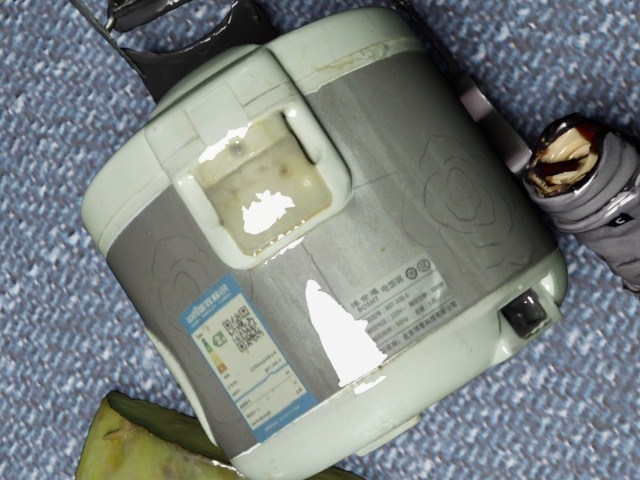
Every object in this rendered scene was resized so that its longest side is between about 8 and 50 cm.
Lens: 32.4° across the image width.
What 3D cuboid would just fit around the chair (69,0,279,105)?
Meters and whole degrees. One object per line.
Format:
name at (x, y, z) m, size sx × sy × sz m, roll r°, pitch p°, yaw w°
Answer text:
chair at (-0.121, -0.215, 0.887) m, size 0.140 × 0.221 × 0.145 m, roll -23°, pitch 41°, yaw 12°

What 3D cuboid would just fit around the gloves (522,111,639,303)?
gloves at (0.270, 0.012, 0.772) m, size 0.285 × 0.119 × 0.142 m, roll 45°, pitch 131°, yaw -11°

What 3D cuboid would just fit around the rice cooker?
rice cooker at (-0.003, -0.001, 0.759) m, size 0.288 × 0.288 × 0.277 m, roll -34°, pitch 85°, yaw 10°

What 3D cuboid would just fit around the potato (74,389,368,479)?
potato at (-0.099, 0.283, 0.865) m, size 0.269 × 0.112 × 0.255 m, roll 17°, pitch 93°, yaw 14°

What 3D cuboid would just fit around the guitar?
guitar at (0.104, -0.121, 0.850) m, size 0.025 × 0.088 × 0.233 m, roll -39°, pitch 72°, yaw 8°

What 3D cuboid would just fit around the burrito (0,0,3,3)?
burrito at (-0.426, -0.211, 0.965) m, size 0.392 × 0.076 × 0.117 m, roll -16°, pitch 84°, yaw 12°
